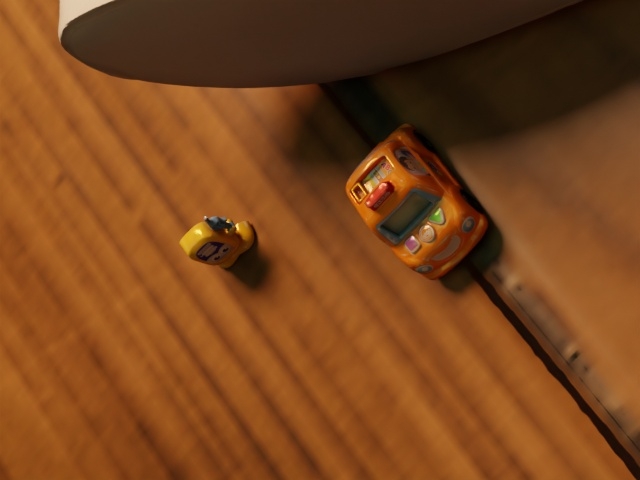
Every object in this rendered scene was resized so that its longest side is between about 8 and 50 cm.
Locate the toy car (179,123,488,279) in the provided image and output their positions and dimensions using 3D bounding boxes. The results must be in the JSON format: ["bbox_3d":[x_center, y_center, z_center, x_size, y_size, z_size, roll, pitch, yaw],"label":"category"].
[{"bbox_3d":[0.000,0.000,0.653,0.122,0.040,0.060,-28,69,27],"label":"toy car"}]

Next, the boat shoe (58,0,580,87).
[{"bbox_3d":[0.042,-0.138,0.603,0.306,0.113,0.104,-17,68,28],"label":"boat shoe"}]
